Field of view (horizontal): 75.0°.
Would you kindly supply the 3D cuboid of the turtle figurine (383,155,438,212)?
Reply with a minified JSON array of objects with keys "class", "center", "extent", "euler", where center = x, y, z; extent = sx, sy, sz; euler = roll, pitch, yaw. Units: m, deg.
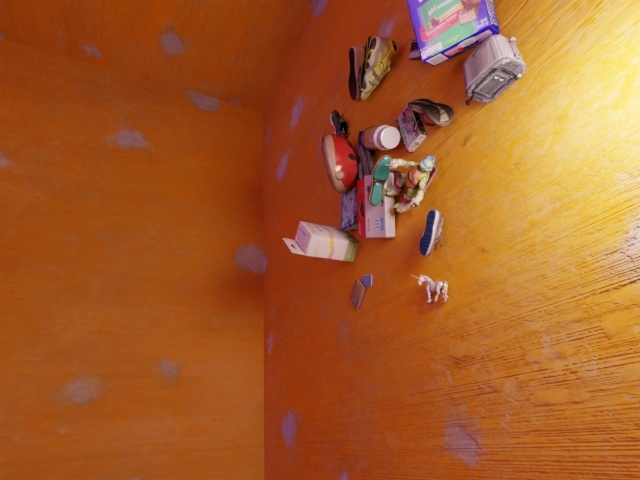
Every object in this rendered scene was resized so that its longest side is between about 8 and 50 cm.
[{"class":"turtle figurine","center":[0.332,-0.224,1.707],"extent":[0.274,0.198,0.266],"euler":[-53,-6,-27]}]

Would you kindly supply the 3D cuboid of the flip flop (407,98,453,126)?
[{"class":"flip flop","center":[0.450,-0.518,1.722],"extent":[0.277,0.112,0.080],"euler":[-126,24,-54]}]

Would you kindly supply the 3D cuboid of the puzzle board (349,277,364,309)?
[{"class":"puzzle board","center":[0.187,0.269,2.106],"extent":[0.096,0.011,0.128],"euler":[-130,49,-57]}]

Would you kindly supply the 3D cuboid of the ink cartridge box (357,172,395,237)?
[{"class":"ink cartridge box","center":[0.238,-0.159,1.979],"extent":[0.261,0.066,0.296],"euler":[-1,91,54]}]

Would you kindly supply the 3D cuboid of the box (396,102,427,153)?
[{"class":"box","center":[0.405,-0.505,1.873],"extent":[0.114,0.036,0.207],"euler":[-52,37,47]}]

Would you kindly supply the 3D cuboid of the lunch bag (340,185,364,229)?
[{"class":"lunch bag","center":[0.171,-0.163,2.203],"extent":[0.176,0.090,0.219],"euler":[159,118,-65]}]

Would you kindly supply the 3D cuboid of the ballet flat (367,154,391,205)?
[{"class":"ballet flat","center":[0.251,-0.268,1.842],"extent":[0.073,0.080,0.232],"euler":[-117,40,-66]}]

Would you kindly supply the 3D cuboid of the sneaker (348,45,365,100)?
[{"class":"sneaker","center":[0.230,-0.934,2.344],"extent":[0.106,0.123,0.290],"euler":[47,147,47]}]

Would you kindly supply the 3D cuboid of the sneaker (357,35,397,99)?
[{"class":"sneaker","center":[0.283,-0.867,2.155],"extent":[0.384,0.147,0.145],"euler":[111,157,-67]}]

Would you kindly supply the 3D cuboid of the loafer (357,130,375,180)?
[{"class":"loafer","center":[0.247,-0.429,2.147],"extent":[0.095,0.109,0.302],"euler":[-6,71,19]}]

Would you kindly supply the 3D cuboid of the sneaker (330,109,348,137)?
[{"class":"sneaker","center":[0.121,-0.701,2.506],"extent":[0.106,0.078,0.234],"euler":[-41,50,50]}]

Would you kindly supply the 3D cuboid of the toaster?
[{"class":"toaster","center":[0.579,-0.581,1.426],"extent":[0.227,0.129,0.146],"euler":[137,139,-56]}]

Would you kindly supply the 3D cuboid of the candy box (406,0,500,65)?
[{"class":"candy box","center":[0.477,-0.860,1.537],"extent":[0.268,0.122,0.317],"euler":[-15,85,40]}]

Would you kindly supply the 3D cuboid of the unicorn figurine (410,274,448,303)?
[{"class":"unicorn figurine","center":[0.425,0.183,1.590],"extent":[0.162,0.060,0.111],"euler":[-12,70,47]}]

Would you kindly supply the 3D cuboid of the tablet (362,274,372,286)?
[{"class":"tablet","center":[0.230,0.197,2.051],"extent":[0.083,0.006,0.054],"euler":[160,115,-63]}]

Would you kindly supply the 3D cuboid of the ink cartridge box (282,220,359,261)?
[{"class":"ink cartridge box","center":[0.000,0.000,2.194],"extent":[0.207,0.353,0.119],"euler":[49,126,59]}]

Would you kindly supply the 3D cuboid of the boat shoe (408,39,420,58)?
[{"class":"boat shoe","center":[0.472,-0.830,1.751],"extent":[0.306,0.113,0.105],"euler":[-129,38,-70]}]

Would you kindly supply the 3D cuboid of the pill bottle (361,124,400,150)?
[{"class":"pill bottle","center":[0.289,-0.491,1.998],"extent":[0.208,0.119,0.119],"euler":[-142,64,-68]}]

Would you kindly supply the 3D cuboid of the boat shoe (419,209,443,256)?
[{"class":"boat shoe","center":[0.437,-0.023,1.607],"extent":[0.066,0.066,0.183],"euler":[17,92,63]}]

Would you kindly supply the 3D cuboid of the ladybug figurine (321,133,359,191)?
[{"class":"ladybug figurine","center":[0.110,-0.421,2.233],"extent":[0.449,0.162,0.305],"euler":[-94,-13,-58]}]

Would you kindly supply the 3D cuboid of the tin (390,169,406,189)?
[{"class":"tin","center":[0.335,-0.271,1.947],"extent":[0.190,0.040,0.106],"euler":[25,100,64]}]
